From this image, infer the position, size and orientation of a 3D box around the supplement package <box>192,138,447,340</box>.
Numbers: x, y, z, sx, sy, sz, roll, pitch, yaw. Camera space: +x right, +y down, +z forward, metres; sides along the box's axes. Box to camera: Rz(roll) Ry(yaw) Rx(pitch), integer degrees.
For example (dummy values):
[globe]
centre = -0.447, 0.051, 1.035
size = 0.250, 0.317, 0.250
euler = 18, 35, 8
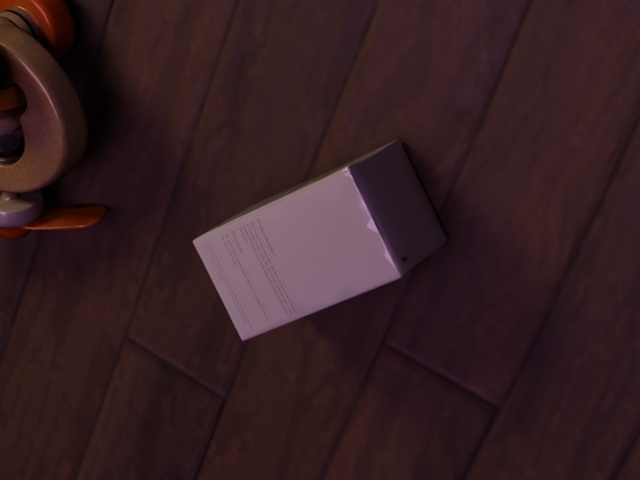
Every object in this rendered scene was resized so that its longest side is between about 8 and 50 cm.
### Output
[supplement package]
centre = 0.000, 0.000, 1.517
size = 0.179, 0.105, 0.105
euler = -23, 95, 32

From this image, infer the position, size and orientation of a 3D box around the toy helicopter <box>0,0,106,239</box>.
[toy helicopter]
centre = -0.353, -0.092, 1.679
size = 0.355, 0.140, 0.235
euler = -13, 110, 41
